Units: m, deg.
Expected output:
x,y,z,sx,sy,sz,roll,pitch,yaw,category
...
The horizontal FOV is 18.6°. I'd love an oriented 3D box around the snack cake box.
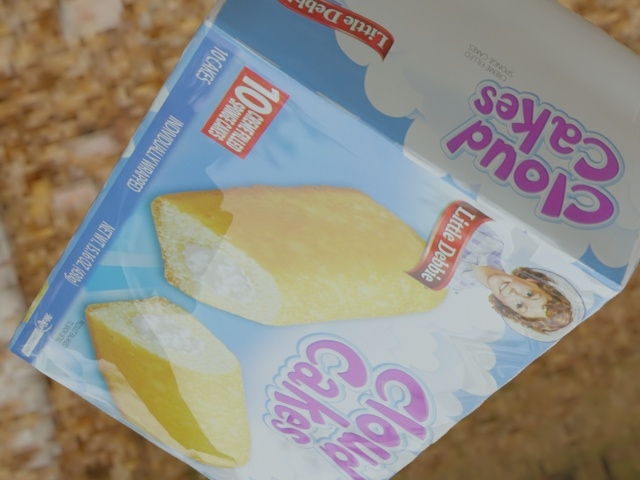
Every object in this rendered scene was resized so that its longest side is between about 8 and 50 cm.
x,y,z,sx,sy,sz,roll,pitch,yaw,category
0.000,0.000,0.703,0.089,0.152,0.264,-59,-175,-33,snack cake box
